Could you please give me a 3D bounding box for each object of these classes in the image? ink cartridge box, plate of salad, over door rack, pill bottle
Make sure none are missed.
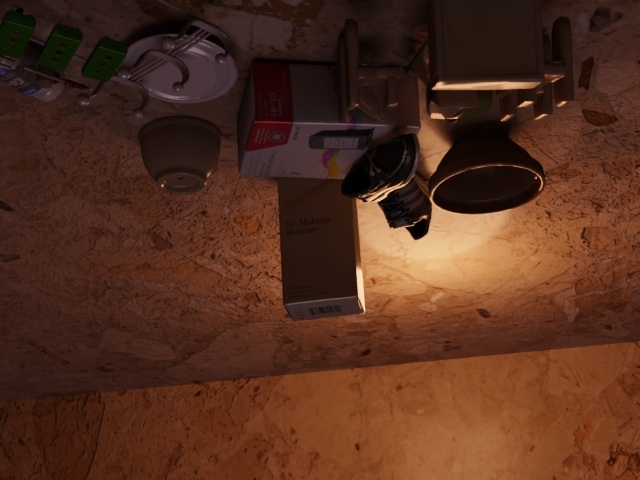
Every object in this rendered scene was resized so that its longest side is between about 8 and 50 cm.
[{"bbox_3d":[0.010,-0.214,2.043,0.306,0.131,0.226,2,156,-10],"label":"ink cartridge box"},{"bbox_3d":[-0.241,-0.300,1.907,0.199,0.048,0.200,1,153,1],"label":"plate of salad"},{"bbox_3d":[-0.334,-0.316,1.730,0.239,0.108,0.324,-24,139,38],"label":"over door rack"},{"bbox_3d":[-0.498,-0.289,1.861,0.078,0.078,0.137,-16,153,27],"label":"pill bottle"}]

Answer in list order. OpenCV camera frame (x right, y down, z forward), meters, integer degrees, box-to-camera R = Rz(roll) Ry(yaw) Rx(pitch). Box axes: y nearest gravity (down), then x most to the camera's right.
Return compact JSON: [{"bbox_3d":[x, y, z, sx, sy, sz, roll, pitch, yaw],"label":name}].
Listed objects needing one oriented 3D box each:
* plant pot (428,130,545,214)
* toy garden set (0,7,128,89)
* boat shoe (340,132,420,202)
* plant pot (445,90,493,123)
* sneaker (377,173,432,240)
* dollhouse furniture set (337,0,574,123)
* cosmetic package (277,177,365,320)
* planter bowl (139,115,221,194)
[{"bbox_3d":[0.334,-0.148,2.266,0.237,0.110,0.237,-3,157,-1],"label":"plant pot"},{"bbox_3d":[-0.432,-0.291,1.665,0.244,0.049,0.204,13,159,-23],"label":"toy garden set"},{"bbox_3d":[0.107,-0.127,1.994,0.068,0.081,0.228,0,159,-22],"label":"boat shoe"},{"bbox_3d":[0.273,-0.261,2.051,0.079,0.083,0.083,-8,159,-21],"label":"plant pot"},{"bbox_3d":[0.162,-0.093,2.352,0.111,0.121,0.300,-19,152,31],"label":"sneaker"},{"bbox_3d":[0.221,-0.341,1.761,0.361,0.257,0.394,-1,178,-4],"label":"dollhouse furniture set"},{"bbox_3d":[0.000,0.000,2.311,0.160,0.310,0.113,-8,157,7],"label":"cosmetic package"},{"bbox_3d":[-0.273,-0.155,2.165,0.162,0.109,0.162,-2,156,-1],"label":"planter bowl"}]
